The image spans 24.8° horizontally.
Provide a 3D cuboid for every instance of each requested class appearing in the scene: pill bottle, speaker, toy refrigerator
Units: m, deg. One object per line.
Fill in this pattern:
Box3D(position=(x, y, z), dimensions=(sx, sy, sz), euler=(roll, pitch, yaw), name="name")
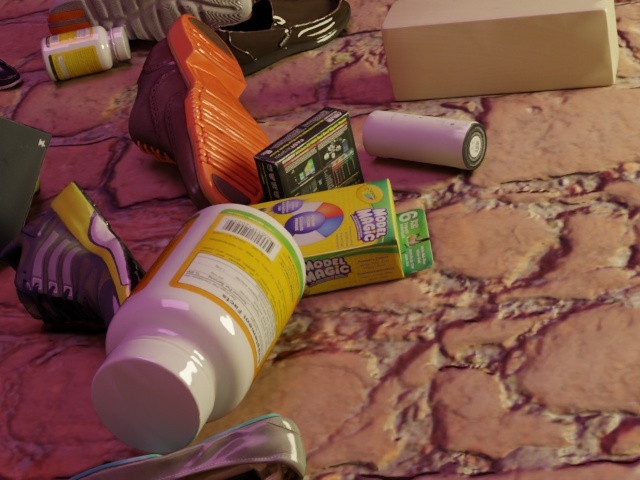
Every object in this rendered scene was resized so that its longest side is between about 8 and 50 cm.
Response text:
Box3D(position=(-0.112, 0.080, 1.321), dimensions=(0.136, 0.136, 0.245), euler=(-1, 29, 20), name="pill bottle")
Box3D(position=(0.116, -0.114, 1.641), dimensions=(0.136, 0.055, 0.055), euler=(10, 38, 34), name="speaker")
Box3D(position=(-0.330, -0.267, 2.054), dimensions=(0.116, 0.065, 0.065), euler=(-12, 31, 3), name="pill bottle")
Box3D(position=(0.219, -0.243, 1.764), dimensions=(0.270, 0.102, 0.094), euler=(-3, 32, 18), name="toy refrigerator")

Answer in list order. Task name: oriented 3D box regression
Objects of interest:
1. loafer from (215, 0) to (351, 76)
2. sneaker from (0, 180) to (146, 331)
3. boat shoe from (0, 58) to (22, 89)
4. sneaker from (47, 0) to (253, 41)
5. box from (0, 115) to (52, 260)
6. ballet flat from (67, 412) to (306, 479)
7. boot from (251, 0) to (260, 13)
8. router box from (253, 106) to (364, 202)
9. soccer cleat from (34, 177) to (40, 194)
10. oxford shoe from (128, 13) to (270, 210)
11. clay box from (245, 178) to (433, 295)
Box3D(position=(-0.052, -0.293, 1.974), dimensions=(0.220, 0.078, 0.080), euler=(-31, 35, -26), name="loafer")
Box3D(position=(-0.240, 0.051, 1.489), dimensions=(0.121, 0.111, 0.300), euler=(-37, 33, -6), name="sneaker")
Box3D(position=(-0.477, -0.250, 2.111), dimensions=(0.046, 0.038, 0.125), euler=(-32, 36, -28), name="boat shoe")
Box3D(position=(-0.232, -0.370, 2.126), dimensions=(0.321, 0.124, 0.180), euler=(-1, 34, 21), name="sneaker")
Box3D(position=(-0.410, -0.071, 1.666), dimensions=(0.158, 0.156, 0.093), euler=(13, -5, 37), name="box")
Box3D(position=(-0.115, 0.204, 1.208), dimensions=(0.213, 0.072, 0.068), euler=(-18, 61, -2), name="ballet flat")
Box3D(position=(-0.005, -0.381, 2.111), dimensions=(0.137, 0.077, 0.198), euler=(14, 42, 30), name="boot")
Box3D(position=(-0.011, -0.078, 1.596), dimensions=(0.038, 0.092, 0.122), euler=(17, 42, 40), name="router box")
Box3D(position=(-0.430, -0.121, 1.802), dimensions=(0.093, 0.121, 0.289), euler=(-25, 33, -19), name="soccer cleat")
Box3D(position=(-0.151, -0.124, 1.738), dimensions=(0.133, 0.130, 0.363), euler=(-41, 33, 19), name="oxford shoe")
Box3D(position=(0.000, 0.000, 1.503), dimensions=(0.222, 0.053, 0.127), euler=(-12, 31, 5), name="clay box")
